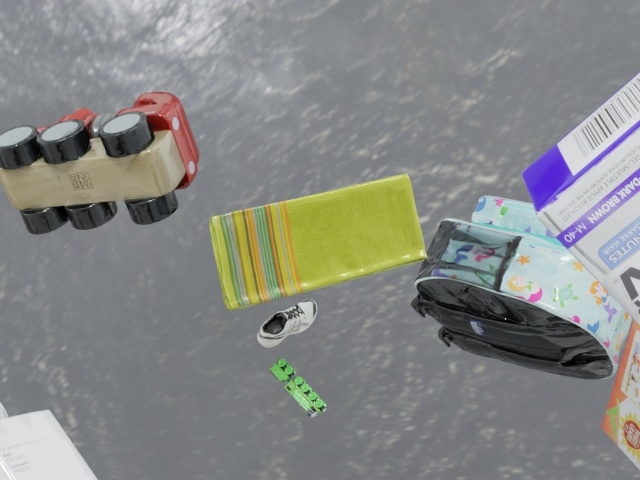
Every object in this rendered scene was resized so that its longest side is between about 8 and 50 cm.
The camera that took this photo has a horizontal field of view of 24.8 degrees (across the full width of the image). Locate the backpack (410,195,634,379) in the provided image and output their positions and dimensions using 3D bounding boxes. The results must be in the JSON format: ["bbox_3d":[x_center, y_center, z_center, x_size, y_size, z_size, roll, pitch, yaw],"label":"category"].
[{"bbox_3d":[0.277,0.068,1.850,0.191,0.253,0.225,-59,142,-17],"label":"backpack"}]

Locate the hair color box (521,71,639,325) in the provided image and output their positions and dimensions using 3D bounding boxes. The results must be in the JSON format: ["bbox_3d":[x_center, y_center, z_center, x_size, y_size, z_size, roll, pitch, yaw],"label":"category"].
[{"bbox_3d":[0.344,0.018,1.179,0.185,0.110,0.339,-42,108,15],"label":"hair color box"}]

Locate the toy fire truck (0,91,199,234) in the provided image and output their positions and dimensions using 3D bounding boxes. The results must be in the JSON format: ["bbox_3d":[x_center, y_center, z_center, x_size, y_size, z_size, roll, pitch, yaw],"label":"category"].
[{"bbox_3d":[-0.233,-0.110,1.721,0.246,0.217,0.158,-63,141,-52],"label":"toy fire truck"}]

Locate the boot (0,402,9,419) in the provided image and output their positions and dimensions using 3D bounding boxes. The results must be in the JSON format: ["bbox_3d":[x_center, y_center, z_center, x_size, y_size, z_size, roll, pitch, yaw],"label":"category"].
[{"bbox_3d":[-0.346,0.181,1.392,0.095,0.258,0.123,-25,129,-14],"label":"boot"}]

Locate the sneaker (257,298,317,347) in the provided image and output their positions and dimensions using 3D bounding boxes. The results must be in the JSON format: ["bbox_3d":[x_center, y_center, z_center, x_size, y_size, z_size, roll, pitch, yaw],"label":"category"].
[{"bbox_3d":[-0.036,0.093,1.695,0.083,0.037,0.032,-36,69,-21],"label":"sneaker"}]

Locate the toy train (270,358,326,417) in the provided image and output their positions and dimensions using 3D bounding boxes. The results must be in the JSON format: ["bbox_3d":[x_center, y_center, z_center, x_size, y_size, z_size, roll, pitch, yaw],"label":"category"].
[{"bbox_3d":[-0.026,0.166,1.637,0.023,0.017,0.083,-43,65,-1],"label":"toy train"}]

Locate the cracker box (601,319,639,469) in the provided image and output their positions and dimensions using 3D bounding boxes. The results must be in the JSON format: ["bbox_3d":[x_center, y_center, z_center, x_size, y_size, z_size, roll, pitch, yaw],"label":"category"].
[{"bbox_3d":[0.395,0.201,1.492,0.067,0.156,0.232,-10,38,-25],"label":"cracker box"}]

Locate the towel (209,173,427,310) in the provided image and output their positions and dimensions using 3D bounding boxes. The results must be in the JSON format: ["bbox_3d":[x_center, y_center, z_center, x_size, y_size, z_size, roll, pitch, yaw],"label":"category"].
[{"bbox_3d":[0.000,0.000,1.561,0.237,0.021,0.102,-14,96,-21],"label":"towel"}]

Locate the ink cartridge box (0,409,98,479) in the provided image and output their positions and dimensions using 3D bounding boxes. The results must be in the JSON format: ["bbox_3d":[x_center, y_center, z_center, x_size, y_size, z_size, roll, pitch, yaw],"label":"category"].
[{"bbox_3d":[-0.225,0.266,1.139,0.219,0.160,0.092,52,27,18],"label":"ink cartridge box"}]
